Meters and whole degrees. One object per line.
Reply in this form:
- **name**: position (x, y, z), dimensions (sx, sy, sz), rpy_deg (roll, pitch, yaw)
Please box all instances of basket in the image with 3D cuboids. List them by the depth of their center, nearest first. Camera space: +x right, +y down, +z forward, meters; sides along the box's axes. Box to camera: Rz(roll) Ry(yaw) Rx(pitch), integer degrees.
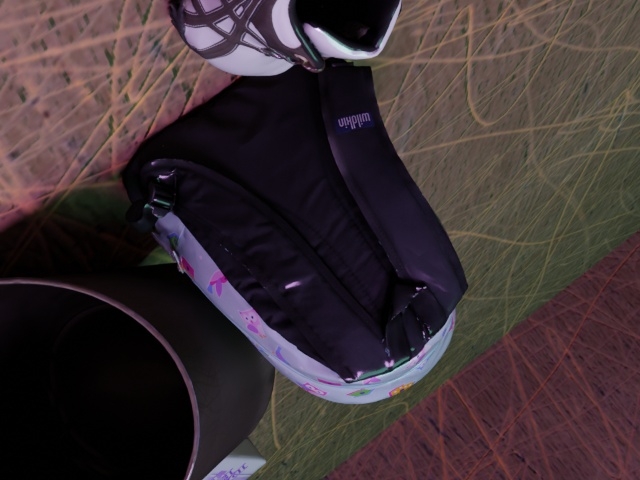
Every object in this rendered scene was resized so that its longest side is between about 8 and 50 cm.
- **basket**: position (-0.120, 0.086, 0.903), dimensions (0.204, 0.154, 0.227), rpy_deg (-10, -178, 19)

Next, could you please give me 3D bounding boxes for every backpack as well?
- **backpack**: position (0.000, 0.000, 0.871), dimensions (0.152, 0.182, 0.115), rpy_deg (-38, 167, -5)

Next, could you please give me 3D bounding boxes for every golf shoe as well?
- **golf shoe**: position (-0.013, -0.101, 0.699), dimensions (0.077, 0.094, 0.198), rpy_deg (-38, 168, -10)

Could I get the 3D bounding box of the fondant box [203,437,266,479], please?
- **fondant box**: position (-0.190, 0.208, 1.242), dimensions (0.238, 0.096, 0.330), rpy_deg (-40, 168, 3)
